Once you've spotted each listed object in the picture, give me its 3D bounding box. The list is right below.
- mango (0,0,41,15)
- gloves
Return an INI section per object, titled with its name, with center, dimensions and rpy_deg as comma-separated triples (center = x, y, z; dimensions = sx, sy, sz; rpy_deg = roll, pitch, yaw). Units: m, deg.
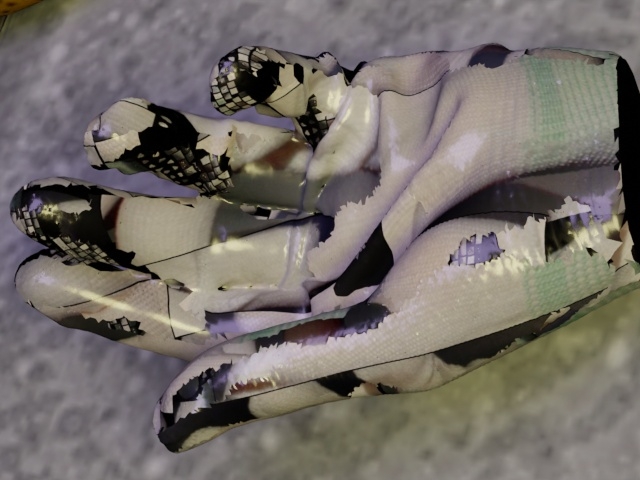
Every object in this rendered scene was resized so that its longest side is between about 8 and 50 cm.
[mango]
center = -0.129, -0.135, 0.801
dimensions = 0.114, 0.057, 0.079
rpy_deg = -19, 55, 9
[gloves]
center = 0.003, -0.002, 0.641
dimensions = 0.212, 0.111, 0.128
rpy_deg = -10, 87, 20
